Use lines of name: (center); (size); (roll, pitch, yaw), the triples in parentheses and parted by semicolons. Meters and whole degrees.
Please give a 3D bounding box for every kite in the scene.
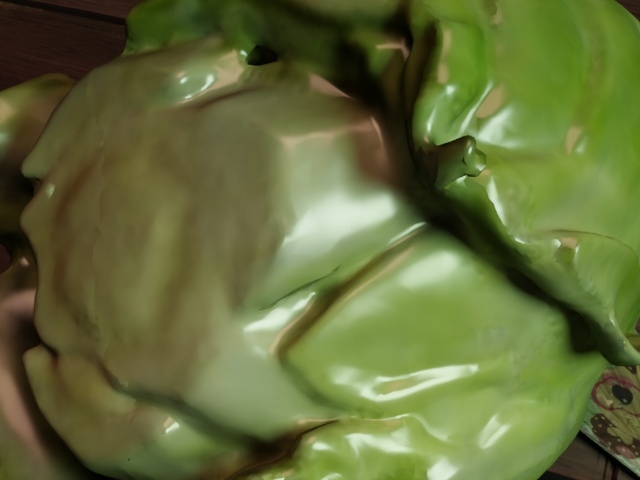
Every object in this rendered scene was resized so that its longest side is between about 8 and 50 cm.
kite: (0.258, 0.106, 0.719); (0.322, 0.013, 0.268); (4, 40, -3)

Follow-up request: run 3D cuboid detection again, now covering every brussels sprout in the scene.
brussels sprout: (0.011, 0.010, 0.577); (0.425, 0.343, 0.361); (-10, -14, 34)
